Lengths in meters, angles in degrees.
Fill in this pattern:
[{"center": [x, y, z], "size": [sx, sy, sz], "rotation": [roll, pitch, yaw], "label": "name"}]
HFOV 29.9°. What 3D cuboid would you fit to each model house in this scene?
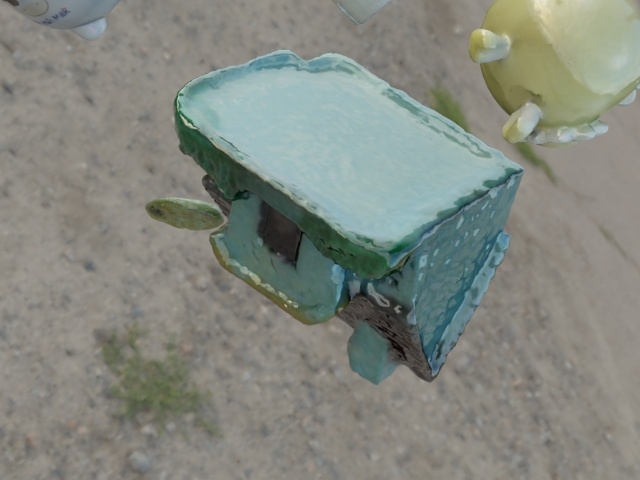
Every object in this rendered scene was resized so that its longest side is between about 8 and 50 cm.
[{"center": [0.000, 0.000, 1.120], "size": [0.280, 0.249, 0.230], "rotation": [36, 42, 25], "label": "model house"}]

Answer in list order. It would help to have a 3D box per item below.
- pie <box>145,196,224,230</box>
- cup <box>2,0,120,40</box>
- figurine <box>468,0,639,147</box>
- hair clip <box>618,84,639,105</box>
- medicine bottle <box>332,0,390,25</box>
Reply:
[{"center": [-0.137, -0.027, 1.229], "size": [0.085, 0.085, 0.017], "rotation": [22, 69, -44], "label": "pie"}, {"center": [-0.229, -0.276, 1.108], "size": [0.142, 0.173, 0.134], "rotation": [34, 34, -38], "label": "cup"}, {"center": [0.262, -0.193, 0.870], "size": [0.394, 0.274, 0.227], "rotation": [-33, 103, -30], "label": "figurine"}, {"center": [0.367, -0.253, 1.588], "size": [0.282, 0.113, 0.172], "rotation": [14, 63, -26], "label": "hair clip"}, {"center": [0.012, -0.422, 1.612], "size": [0.252, 0.144, 0.144], "rotation": [44, 28, -10], "label": "medicine bottle"}]
